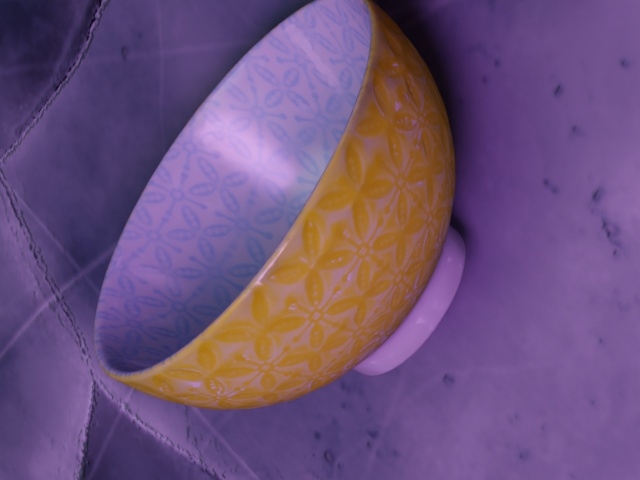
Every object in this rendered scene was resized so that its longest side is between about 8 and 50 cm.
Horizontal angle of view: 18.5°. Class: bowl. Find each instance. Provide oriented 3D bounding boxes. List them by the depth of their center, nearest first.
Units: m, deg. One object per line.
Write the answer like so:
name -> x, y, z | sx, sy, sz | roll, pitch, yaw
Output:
bowl -> 0.000, 0.000, 1.268 | 0.156, 0.289, 0.289 | 34, 133, -21
